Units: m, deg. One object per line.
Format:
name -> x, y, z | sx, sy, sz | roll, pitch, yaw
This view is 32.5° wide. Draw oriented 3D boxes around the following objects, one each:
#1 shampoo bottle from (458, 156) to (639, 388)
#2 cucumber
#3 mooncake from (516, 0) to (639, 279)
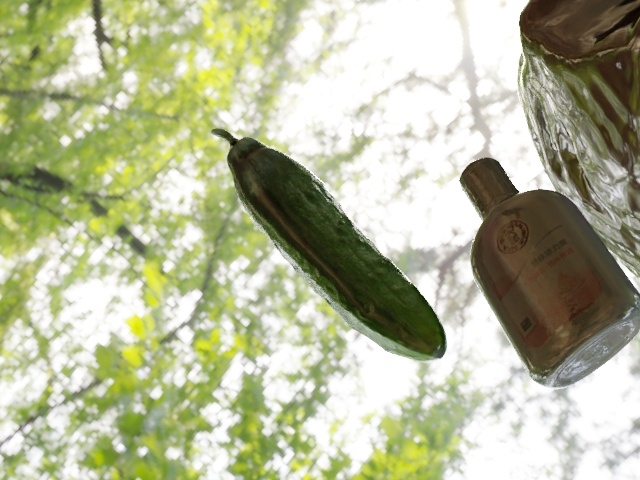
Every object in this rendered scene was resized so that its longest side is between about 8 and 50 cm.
shampoo bottle -> 0.131, 0.010, 0.674 | 0.080, 0.040, 0.165 | -44, -137, 20
cucumber -> 0.000, 0.000, 0.730 | 0.056, 0.056, 0.250 | -44, -122, 3
mooncake -> 0.279, -0.098, 0.817 | 0.174, 0.334, 0.326 | -33, -127, -6
